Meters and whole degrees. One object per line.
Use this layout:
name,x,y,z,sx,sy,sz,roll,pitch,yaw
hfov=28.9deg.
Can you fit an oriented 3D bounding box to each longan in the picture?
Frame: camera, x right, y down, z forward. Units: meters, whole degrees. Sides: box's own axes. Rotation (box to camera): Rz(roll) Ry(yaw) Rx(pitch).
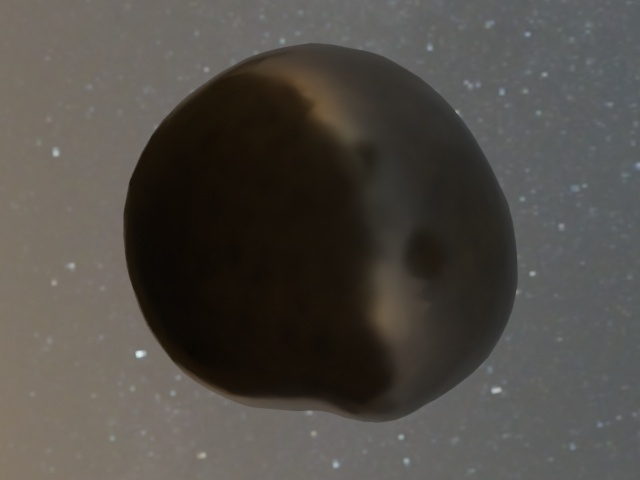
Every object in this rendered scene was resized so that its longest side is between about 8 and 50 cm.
longan,0.000,0.000,0.815,0.258,0.258,0.258,25,-62,60
